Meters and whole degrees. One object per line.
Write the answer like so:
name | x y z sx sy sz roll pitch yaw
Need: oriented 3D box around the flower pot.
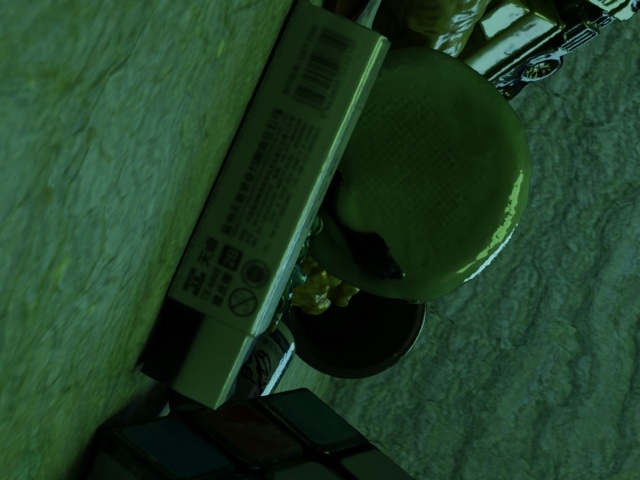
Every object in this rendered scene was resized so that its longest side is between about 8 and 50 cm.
flower pot | 0.038 0.092 2.234 0.235 0.235 0.148 -64 -167 -2

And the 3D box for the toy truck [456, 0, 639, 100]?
toy truck | 0.287 -0.345 1.934 0.405 0.181 0.254 -31 157 30

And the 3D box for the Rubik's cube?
Rubik's cube | -0.066 0.396 1.479 0.359 0.363 0.362 -8 129 -57

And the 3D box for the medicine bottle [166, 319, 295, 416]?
medicine bottle | -0.112 0.173 1.680 0.191 0.107 0.107 -59 171 -41

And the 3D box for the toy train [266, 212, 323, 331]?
toy train | -0.058 0.009 1.547 0.072 0.099 0.188 -61 172 -51

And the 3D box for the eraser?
eraser | -0.053 -0.035 1.413 0.404 0.098 0.096 -66 173 9

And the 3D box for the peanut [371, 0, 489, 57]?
peanut | 0.129 -0.289 1.627 0.147 0.147 0.305 -63 177 -15

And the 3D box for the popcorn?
popcorn | -0.004 0.009 1.775 0.194 0.140 0.163 -63 -179 30

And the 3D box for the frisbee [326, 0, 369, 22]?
frisbee | 0.064 -0.343 1.539 0.251 0.021 0.251 -63 174 -12

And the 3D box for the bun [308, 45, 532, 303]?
bun | 0.091 -0.079 1.648 0.293 0.293 0.187 -64 -169 -2
